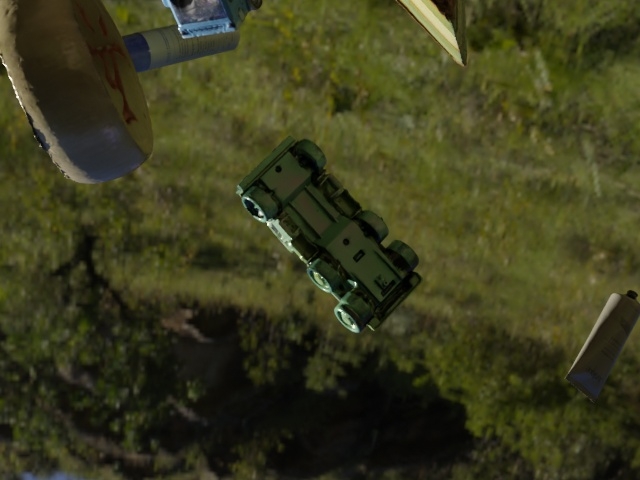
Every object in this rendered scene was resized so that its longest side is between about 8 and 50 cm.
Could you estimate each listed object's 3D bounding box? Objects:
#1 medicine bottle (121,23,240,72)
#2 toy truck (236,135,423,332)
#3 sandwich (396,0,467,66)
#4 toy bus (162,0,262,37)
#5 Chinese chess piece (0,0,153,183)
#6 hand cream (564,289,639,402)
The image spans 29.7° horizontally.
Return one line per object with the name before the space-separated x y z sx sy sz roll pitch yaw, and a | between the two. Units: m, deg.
medicine bottle | -0.228 -0.291 1.803 0.230 0.059 0.059 -20 -135 -36
toy truck | -0.001 -0.003 1.590 0.128 0.135 0.259 -45 -79 -20
sandwich | 0.112 -0.321 1.557 0.144 0.117 0.187 -5 -117 14
toy bus | -0.120 -0.413 1.677 0.106 0.131 0.297 -3 -138 28
Chinese chess piece | -0.278 -0.185 1.368 0.103 0.250 0.250 -22 -141 4
hand cream | 0.458 0.161 1.931 0.087 0.186 0.054 38 166 -33
